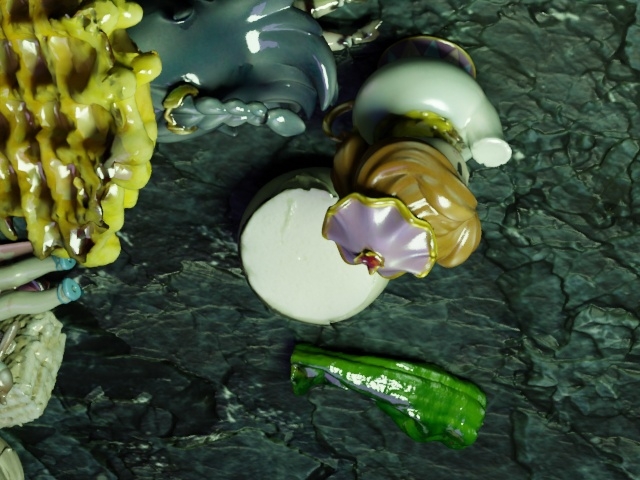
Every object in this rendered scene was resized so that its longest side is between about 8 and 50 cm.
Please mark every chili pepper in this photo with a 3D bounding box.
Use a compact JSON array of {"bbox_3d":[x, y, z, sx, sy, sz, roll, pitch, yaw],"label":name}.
[{"bbox_3d":[0.081,0.180,2.200,0.253,0.083,0.099,19,147,-6],"label":"chili pepper"}]

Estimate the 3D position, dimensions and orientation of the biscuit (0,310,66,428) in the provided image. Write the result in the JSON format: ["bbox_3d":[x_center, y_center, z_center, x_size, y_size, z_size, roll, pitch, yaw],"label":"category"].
[{"bbox_3d":[-0.501,0.189,2.262,0.426,0.144,0.078,-15,132,26],"label":"biscuit"}]

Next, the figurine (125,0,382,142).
[{"bbox_3d":[-0.092,-0.179,1.772,0.265,0.197,0.175,-10,99,24],"label":"figurine"}]

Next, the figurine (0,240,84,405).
[{"bbox_3d":[-0.383,0.090,2.131,0.260,0.205,0.103,-17,176,22],"label":"figurine"}]

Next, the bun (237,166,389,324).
[{"bbox_3d":[0.000,0.000,1.980,0.173,0.120,0.173,4,112,10],"label":"bun"}]

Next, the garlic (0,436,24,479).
[{"bbox_3d":[-0.526,0.359,2.353,0.322,0.322,0.241,-8,120,18],"label":"garlic"}]

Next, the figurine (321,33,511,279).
[{"bbox_3d":[0.088,-0.073,1.776,0.189,0.263,0.142,-3,138,16],"label":"figurine"}]

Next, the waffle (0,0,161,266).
[{"bbox_3d":[-0.285,-0.172,1.728,0.382,0.095,0.379,48,145,16],"label":"waffle"}]
